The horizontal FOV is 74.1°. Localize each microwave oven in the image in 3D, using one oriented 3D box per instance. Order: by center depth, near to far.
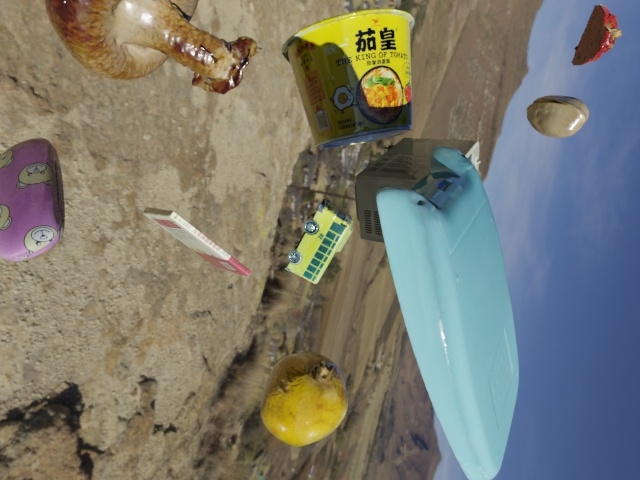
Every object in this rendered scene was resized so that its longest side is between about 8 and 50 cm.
[{"bbox_3d":[0.190,-0.099,0.831,0.240,0.194,0.145,-43,131,-46],"label":"microwave oven"}]

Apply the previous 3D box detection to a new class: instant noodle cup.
[{"bbox_3d":[0.086,-0.375,1.048,0.326,0.326,0.253,-32,113,-68],"label":"instant noodle cup"}]

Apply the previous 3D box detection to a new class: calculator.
[{"bbox_3d":[0.177,0.090,0.505,0.256,0.055,0.385,-38,115,-50],"label":"calculator"}]

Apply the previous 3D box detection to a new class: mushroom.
[{"bbox_3d":[-0.376,-0.459,0.906,0.355,0.331,0.334,64,25,-5],"label":"mushroom"}]

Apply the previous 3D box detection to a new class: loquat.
[{"bbox_3d":[-0.031,0.356,0.982,0.246,0.214,0.213,-63,175,38],"label":"loquat"}]

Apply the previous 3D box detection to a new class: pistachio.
[{"bbox_3d":[0.585,-0.310,1.053,0.113,0.149,0.112,-21,129,-29],"label":"pistachio"}]

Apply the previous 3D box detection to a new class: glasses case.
[{"bbox_3d":[-0.596,-0.094,0.866,0.075,0.123,0.316,74,-10,-57],"label":"glasses case"}]

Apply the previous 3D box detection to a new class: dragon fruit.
[{"bbox_3d":[0.791,-0.561,1.189,0.106,0.083,0.162,-94,-169,-51],"label":"dragon fruit"}]

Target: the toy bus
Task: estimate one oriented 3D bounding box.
[{"bbox_3d":[0.000,0.000,0.951,0.174,0.101,0.088,-60,180,21],"label":"toy bus"}]

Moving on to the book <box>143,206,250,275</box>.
[{"bbox_3d":[-0.281,0.004,0.969,0.232,0.162,0.022,45,66,-35],"label":"book"}]
